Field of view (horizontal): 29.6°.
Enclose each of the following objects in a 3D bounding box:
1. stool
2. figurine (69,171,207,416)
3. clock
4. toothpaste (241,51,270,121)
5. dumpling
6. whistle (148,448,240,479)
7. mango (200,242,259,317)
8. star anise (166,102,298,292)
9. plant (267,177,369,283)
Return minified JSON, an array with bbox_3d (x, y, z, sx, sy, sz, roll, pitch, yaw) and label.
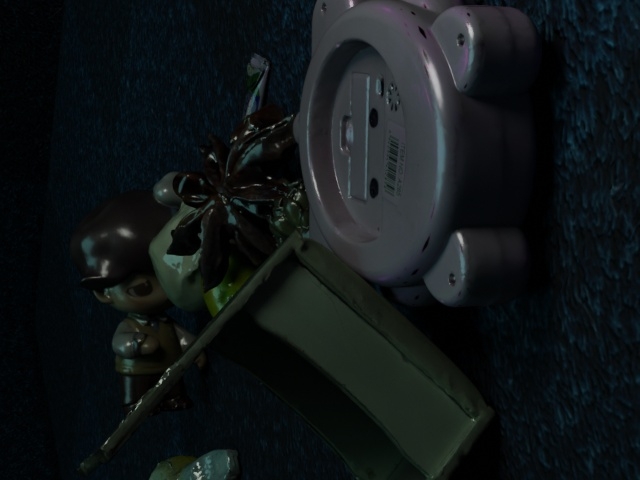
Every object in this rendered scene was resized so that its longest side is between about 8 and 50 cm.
[{"bbox_3d":[-0.031,0.178,1.082,0.244,0.269,0.170,43,155,-2],"label":"stool"},{"bbox_3d":[-0.277,0.093,1.922,0.206,0.218,0.364,149,110,-65],"label":"figurine"},{"bbox_3d":[0.083,-0.087,1.079,0.322,0.113,0.295,-156,65,-65],"label":"clock"},{"bbox_3d":[-0.092,-0.169,1.643,0.045,0.028,0.169,40,127,48],"label":"toothpaste"},{"bbox_3d":[-0.182,0.018,1.767,0.250,0.132,0.162,99,152,-69],"label":"dumpling"},{"bbox_3d":[-0.187,0.382,1.898,0.223,0.123,0.122,-37,55,40],"label":"whistle"},{"bbox_3d":[-0.113,0.063,1.608,0.089,0.117,0.163,-41,36,6],"label":"mango"},{"bbox_3d":[-0.099,-0.054,1.510,0.283,0.129,0.212,-43,57,26],"label":"star anise"},{"bbox_3d":[0.000,0.000,1.343,0.092,0.094,0.143,-47,59,45],"label":"plant"}]
